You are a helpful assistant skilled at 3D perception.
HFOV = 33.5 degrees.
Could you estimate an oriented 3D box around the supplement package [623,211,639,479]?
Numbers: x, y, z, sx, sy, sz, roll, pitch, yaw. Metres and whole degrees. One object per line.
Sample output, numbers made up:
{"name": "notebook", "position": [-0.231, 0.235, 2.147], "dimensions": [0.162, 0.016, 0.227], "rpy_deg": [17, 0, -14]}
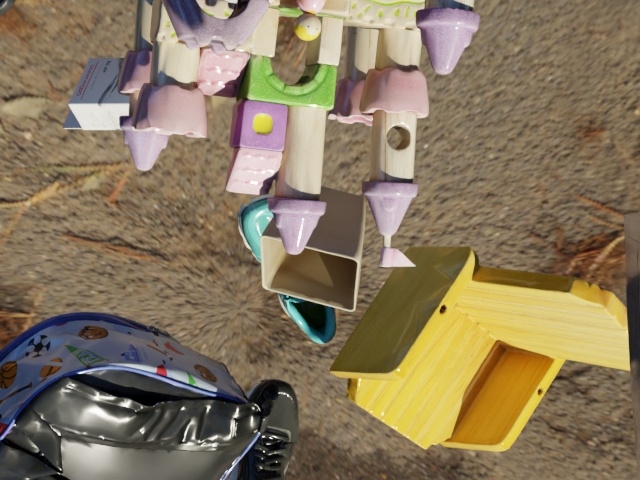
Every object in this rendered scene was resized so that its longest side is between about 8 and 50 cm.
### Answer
{"name": "supplement package", "position": [0.242, 0.077, 0.469], "dimensions": [0.199, 0.263, 0.198], "rpy_deg": [-4, 90, 14]}

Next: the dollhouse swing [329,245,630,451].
{"name": "dollhouse swing", "position": [0.276, 0.202, 1.585], "dimensions": [0.347, 0.305, 0.315], "rpy_deg": [40, 81, -44]}

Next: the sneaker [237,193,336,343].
{"name": "sneaker", "position": [-0.038, 0.045, 1.660], "dimensions": [0.107, 0.110, 0.275], "rpy_deg": [-28, 120, 1]}

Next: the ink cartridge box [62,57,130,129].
{"name": "ink cartridge box", "position": [-0.320, -0.229, 1.656], "dimensions": [0.180, 0.060, 0.104], "rpy_deg": [2, 54, 17]}

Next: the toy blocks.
{"name": "toy blocks", "position": [-0.027, -0.113, 0.940], "dimensions": [0.289, 0.309, 0.260], "rpy_deg": [5, 91, -19]}

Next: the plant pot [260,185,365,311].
{"name": "plant pot", "position": [0.000, 0.000, 1.178], "dimensions": [0.109, 0.109, 0.096], "rpy_deg": [14, 57, 8]}

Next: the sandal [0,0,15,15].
{"name": "sandal", "position": [-0.375, -0.322, 1.201], "dimensions": [0.067, 0.040, 0.179], "rpy_deg": [-28, 68, 20]}

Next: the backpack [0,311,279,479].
{"name": "backpack", "position": [-0.229, 0.192, 1.091], "dimensions": [0.276, 0.263, 0.213], "rpy_deg": [-55, 47, 4]}

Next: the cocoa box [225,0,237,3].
{"name": "cocoa box", "position": [-0.049, -0.457, 1.390], "dimensions": [0.231, 0.347, 0.228], "rpy_deg": [29, 76, -32]}

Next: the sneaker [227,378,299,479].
{"name": "sneaker", "position": [-0.081, 0.355, 1.605], "dimensions": [0.107, 0.124, 0.283], "rpy_deg": [12, 97, -21]}
